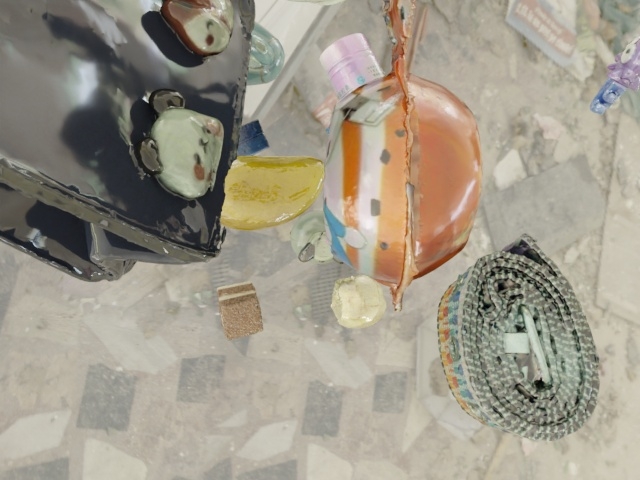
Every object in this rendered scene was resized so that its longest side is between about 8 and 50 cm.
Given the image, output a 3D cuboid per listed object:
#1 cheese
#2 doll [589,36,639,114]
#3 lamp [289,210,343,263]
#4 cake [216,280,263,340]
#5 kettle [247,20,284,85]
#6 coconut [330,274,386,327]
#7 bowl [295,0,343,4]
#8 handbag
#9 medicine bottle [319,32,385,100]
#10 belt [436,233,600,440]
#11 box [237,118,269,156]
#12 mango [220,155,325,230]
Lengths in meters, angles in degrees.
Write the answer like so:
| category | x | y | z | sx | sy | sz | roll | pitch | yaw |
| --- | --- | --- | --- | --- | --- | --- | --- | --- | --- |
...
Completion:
| category | x | y | z | sx | sy | sz | roll | pitch | yaw |
| --- | --- | --- | --- | --- | --- | --- | --- | --- | --- |
| cheese | 0.067 | -0.100 | 0.467 | 0.129 | 0.217 | 0.329 | -1 | 110 | 3 |
| doll | 0.531 | -0.287 | 0.962 | 0.067 | 0.206 | 0.110 | 29 | 66 | 8 |
| lamp | 0.000 | 0.000 | 1.802 | 0.198 | 0.244 | 0.197 | -2 | 109 | -5 |
| cake | -0.260 | 0.215 | 1.719 | 0.135 | 0.147 | 0.135 | -13 | 117 | -20 |
| kettle | -0.286 | -0.614 | 1.728 | 0.342 | 0.319 | 0.247 | 21 | 96 | 11 |
| coconut | 0.125 | 0.201 | 1.790 | 0.195 | 0.194 | 0.194 | 4 | 81 | -27 |
| bowl | -0.102 | -0.669 | 1.136 | 0.196 | 0.435 | 0.434 | -42 | 103 | -25 |
| handbag | -0.175 | -0.159 | 0.347 | 0.329 | 0.122 | 0.303 | 44 | 41 | -52 |
| medicine bottle | 0.116 | -0.445 | 1.572 | 0.152 | 0.152 | 0.253 | -25 | 87 | -28 |
| belt | 0.293 | 0.156 | 0.860 | 0.207 | 0.160 | 0.294 | -16 | 78 | -6 |
| box | -0.348 | -0.281 | 1.775 | 0.261 | 0.279 | 0.116 | -30 | 105 | -31 |
| mango | -0.154 | -0.123 | 1.424 | 0.332 | 0.142 | 0.195 | -1 | 96 | -3 |
